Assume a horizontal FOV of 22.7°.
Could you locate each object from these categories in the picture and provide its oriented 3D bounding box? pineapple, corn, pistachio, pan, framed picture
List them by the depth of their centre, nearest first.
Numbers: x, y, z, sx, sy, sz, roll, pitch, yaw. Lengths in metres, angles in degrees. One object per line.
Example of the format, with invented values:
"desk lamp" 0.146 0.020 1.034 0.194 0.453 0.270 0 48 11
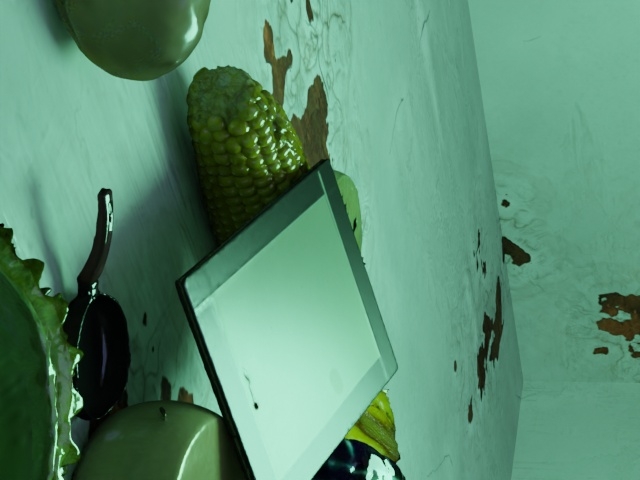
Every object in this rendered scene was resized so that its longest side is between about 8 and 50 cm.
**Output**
"pistachio" -0.162 -0.246 1.380 0.152 0.126 0.223 -20 113 -36
"pan" -0.200 0.055 1.385 0.115 0.040 0.212 -50 145 -67
"framed picture" -0.022 0.091 1.614 0.347 0.016 0.265 -46 121 -57
"corn" -0.063 -0.045 1.741 0.347 0.130 0.130 74 22 -45
"pineapple" -0.001 0.267 2.071 0.164 0.140 0.249 34 25 -22

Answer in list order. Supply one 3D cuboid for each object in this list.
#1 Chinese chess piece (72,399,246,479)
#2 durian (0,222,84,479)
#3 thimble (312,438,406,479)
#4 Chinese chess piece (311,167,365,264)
"Chinese chess piece" -0.147 0.280 1.474 0.273 0.102 0.273 2 90 -75
"durian" -0.257 0.135 0.973 0.198 0.163 0.394 55 43 -61
"thimble" -0.010 0.312 1.727 0.237 0.237 0.150 67 26 -55
"Chinese chess piece" 0.000 0.000 2.063 0.188 0.083 0.188 2 90 -74
